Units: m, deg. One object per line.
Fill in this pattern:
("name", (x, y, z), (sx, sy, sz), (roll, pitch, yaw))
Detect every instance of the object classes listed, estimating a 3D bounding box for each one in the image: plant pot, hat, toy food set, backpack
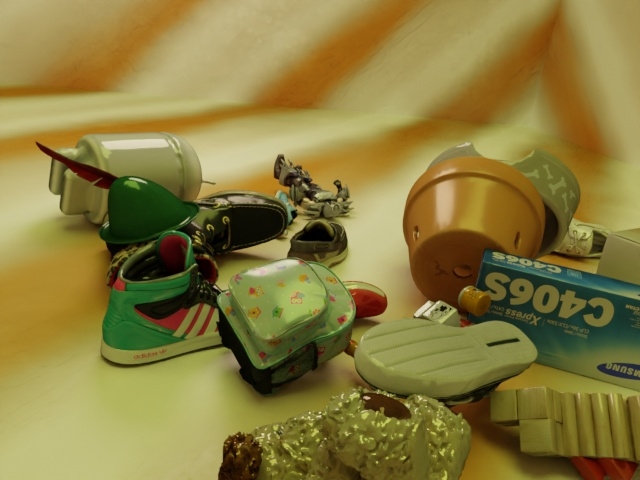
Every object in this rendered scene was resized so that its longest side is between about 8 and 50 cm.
("plant pot", (0.297, 0.007, 1.249), (0.291, 0.290, 0.203), (13, 38, 10))
("hat", (-0.328, -0.108, 1.077), (0.173, 0.183, 0.209), (14, 33, 42))
("toy food set", (0.157, 0.152, 0.989), (0.232, 0.111, 0.105), (-37, 39, -21))
("backpack", (-0.043, 0.111, 0.926), (0.189, 0.144, 0.166), (-17, 47, -26))

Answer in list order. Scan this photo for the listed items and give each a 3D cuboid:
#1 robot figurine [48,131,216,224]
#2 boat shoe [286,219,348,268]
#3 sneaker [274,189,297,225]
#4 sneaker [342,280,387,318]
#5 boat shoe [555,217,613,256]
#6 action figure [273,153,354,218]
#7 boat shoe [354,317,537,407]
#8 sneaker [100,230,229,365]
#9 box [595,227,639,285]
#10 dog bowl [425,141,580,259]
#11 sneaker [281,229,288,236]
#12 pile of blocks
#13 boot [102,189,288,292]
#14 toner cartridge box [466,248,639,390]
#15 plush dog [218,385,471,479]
("robot figurine", (-0.423, -0.146, 1.423), (0.354, 0.199, 0.299), (-9, 51, -39))
("boat shoe", (0.000, 0.000, 1.360), (0.103, 0.092, 0.285), (15, 22, 16))
("sneaker", (-0.095, -0.073, 1.585), (0.073, 0.063, 0.162), (25, 22, -11))
("sneaker", (0.021, 0.137, 1.076), (0.222, 0.086, 0.128), (2, 39, -14))
("boat shoe", (0.671, -0.004, 1.622), (0.277, 0.098, 0.096), (3, 21, -17))
("action figure", (-0.025, -0.137, 1.699), (0.186, 0.099, 0.285), (7, 22, -39))
("boat shoe", (0.172, 0.187, 0.860), (0.335, 0.119, 0.121), (6, 33, -37))
("sneaker", (-0.202, 0.071, 0.984), (0.296, 0.178, 0.124), (-13, 30, -44))
("box", (0.802, 0.050, 1.473), (0.311, 0.147, 0.121), (-5, 24, -34))
("dog bowl", (0.397, -0.071, 1.409), (0.349, 0.348, 0.102), (13, 58, 10))
("sneaker", (-0.114, -0.027, 1.482), (0.083, 0.031, 0.037), (27, 14, 29))
("pile of blocks", (0.413, 0.275, 0.841), (0.363, 0.149, 0.112), (2, 63, 8))
("boot", (-0.227, 0.008, 1.192), (0.378, 0.138, 0.284), (-1, 22, -14))
("toner cartridge box", (0.437, 0.138, 1.079), (0.348, 0.165, 0.075), (13, 23, 14))
("plush dog", (0.015, 0.255, 0.661), (0.226, 0.210, 0.262), (4, -12, 30))
